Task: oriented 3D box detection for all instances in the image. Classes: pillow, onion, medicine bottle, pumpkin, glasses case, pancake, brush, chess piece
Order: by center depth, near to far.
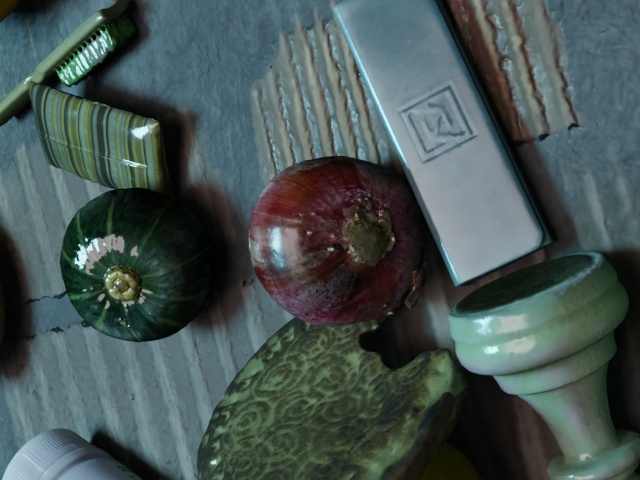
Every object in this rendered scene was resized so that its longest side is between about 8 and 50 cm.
[{"bbox_3d":[0.210,0.155,0.896,0.139,0.139,0.272,-17,100,42],"label":"chess piece"},{"bbox_3d":[0.096,-0.096,0.972,0.105,0.056,0.266,-32,78,41],"label":"glasses case"},{"bbox_3d":[0.007,0.142,0.979,0.288,0.286,0.033,-12,124,41],"label":"pancake"},{"bbox_3d":[0.000,0.000,1.019,0.195,0.159,0.159,0,99,62],"label":"onion"},{"bbox_3d":[-0.195,0.026,1.203,0.125,0.167,0.167,-96,21,-64],"label":"pumpkin"},{"bbox_3d":[-0.246,-0.106,1.261,0.203,0.038,0.113,18,130,32],"label":"pillow"},{"bbox_3d":[-0.302,-0.190,1.309,0.282,0.054,0.048,-27,100,42],"label":"brush"},{"bbox_3d":[-0.247,0.327,1.311,0.249,0.133,0.133,26,115,33],"label":"medicine bottle"}]

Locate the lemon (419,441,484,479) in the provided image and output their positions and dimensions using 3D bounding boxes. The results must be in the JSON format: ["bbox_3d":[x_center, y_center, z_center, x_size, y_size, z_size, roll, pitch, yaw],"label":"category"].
[{"bbox_3d":[0.052,0.255,0.993,0.231,0.192,0.192,0,99,43],"label":"lemon"}]

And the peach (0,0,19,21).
[{"bbox_3d":[-0.438,-0.347,1.253,0.308,0.289,0.289,-9,93,17],"label":"peach"}]

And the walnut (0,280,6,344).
[{"bbox_3d":[-0.490,0.083,1.460,0.178,0.178,0.230,12,102,39],"label":"walnut"}]
